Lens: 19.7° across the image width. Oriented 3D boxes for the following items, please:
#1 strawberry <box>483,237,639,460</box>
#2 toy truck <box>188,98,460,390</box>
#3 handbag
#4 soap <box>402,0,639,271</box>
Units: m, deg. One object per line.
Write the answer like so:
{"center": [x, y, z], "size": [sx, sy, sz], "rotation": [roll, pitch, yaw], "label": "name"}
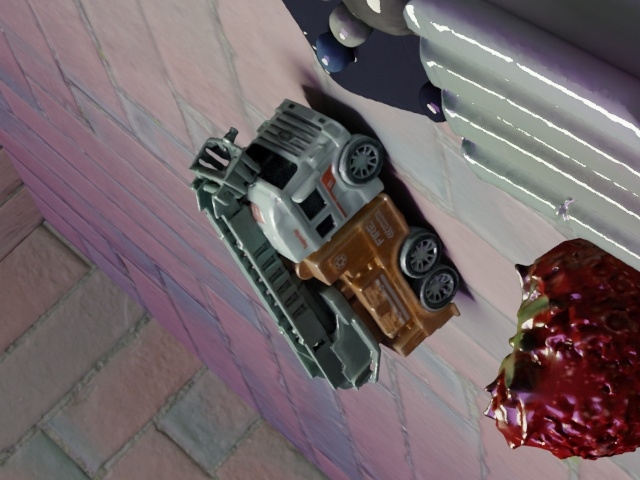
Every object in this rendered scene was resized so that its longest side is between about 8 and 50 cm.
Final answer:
{"center": [0.245, 0.100, 1.552], "size": [0.201, 0.187, 0.184], "rotation": [17, 137, 5], "label": "strawberry"}
{"center": [0.000, 0.000, 1.938], "size": [0.133, 0.184, 0.338], "rotation": [28, 159, 49], "label": "toy truck"}
{"center": [0.024, -0.223, 1.371], "size": [0.269, 0.118, 0.325], "rotation": [26, 158, 53], "label": "handbag"}
{"center": [0.224, -0.069, 1.204], "size": [0.347, 0.115, 0.208], "rotation": [34, 164, 39], "label": "soap"}
